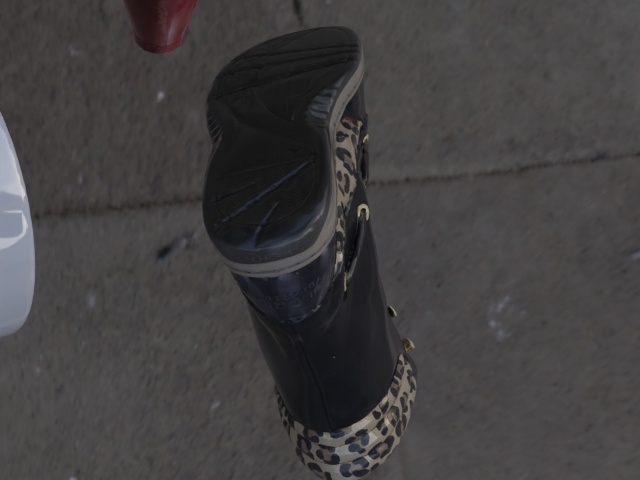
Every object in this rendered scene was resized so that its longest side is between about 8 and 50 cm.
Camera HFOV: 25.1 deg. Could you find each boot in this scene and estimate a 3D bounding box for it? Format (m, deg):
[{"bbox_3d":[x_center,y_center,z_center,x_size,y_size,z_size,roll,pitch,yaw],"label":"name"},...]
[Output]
[{"bbox_3d":[0.000,0.000,1.270,0.138,0.284,0.377,-12,33,9],"label":"boot"}]

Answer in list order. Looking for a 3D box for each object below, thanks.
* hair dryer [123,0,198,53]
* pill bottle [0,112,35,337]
[{"bbox_3d":[-0.165,-0.240,0.958,0.293,0.224,0.080,52,46,-36],"label":"hair dryer"},{"bbox_3d":[-0.284,0.008,0.635,0.283,0.160,0.160,-14,75,-30],"label":"pill bottle"}]
